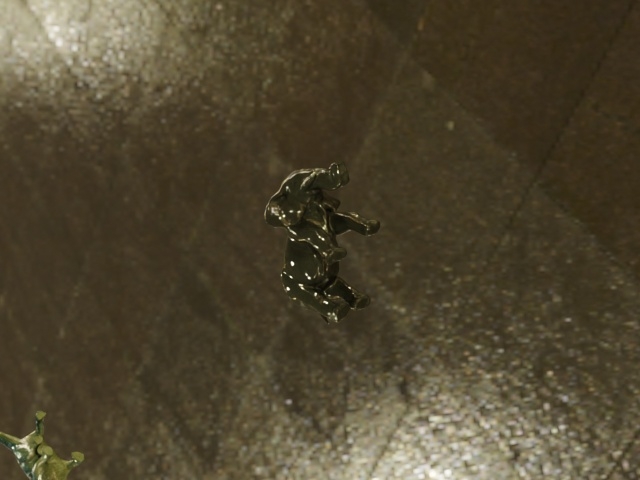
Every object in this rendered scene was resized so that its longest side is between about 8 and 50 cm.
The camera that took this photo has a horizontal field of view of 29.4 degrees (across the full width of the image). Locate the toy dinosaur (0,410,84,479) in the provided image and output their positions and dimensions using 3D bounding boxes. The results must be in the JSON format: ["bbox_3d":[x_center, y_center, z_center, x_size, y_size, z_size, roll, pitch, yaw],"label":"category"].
[{"bbox_3d":[-0.542,0.440,2.394,0.363,0.076,0.147,42,123,13],"label":"toy dinosaur"}]

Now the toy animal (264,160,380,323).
[{"bbox_3d":[-0.004,-0.001,1.674,0.146,0.115,0.245,29,114,45],"label":"toy animal"}]
